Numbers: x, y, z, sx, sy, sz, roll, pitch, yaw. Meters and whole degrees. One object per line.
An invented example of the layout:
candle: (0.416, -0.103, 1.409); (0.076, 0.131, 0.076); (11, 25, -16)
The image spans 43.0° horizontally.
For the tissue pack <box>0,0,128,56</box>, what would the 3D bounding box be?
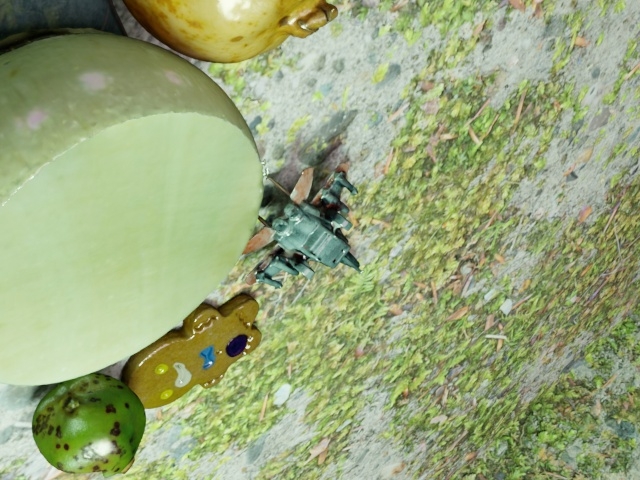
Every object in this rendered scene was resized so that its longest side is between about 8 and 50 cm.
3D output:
tissue pack: (-0.304, -0.203, 0.707); (0.228, 0.103, 0.315); (-38, 144, -17)

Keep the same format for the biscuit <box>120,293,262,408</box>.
biscuit: (-0.190, 0.174, 1.229); (0.236, 0.039, 0.180); (-28, 141, -23)

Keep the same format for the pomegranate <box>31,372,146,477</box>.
pomegranate: (-0.292, 0.250, 1.096); (0.122, 0.143, 0.169); (-45, 132, 2)

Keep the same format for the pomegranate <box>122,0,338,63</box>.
pomegranate: (-0.083, -0.275, 0.749); (0.248, 0.248, 0.248); (-27, 139, -27)

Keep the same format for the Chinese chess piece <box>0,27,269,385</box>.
Chinese chess piece: (-0.222, -0.025, 0.763); (0.349, 0.146, 0.349); (-33, 151, -21)

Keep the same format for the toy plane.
toy plane: (0.005, 0.004, 1.213); (0.223, 0.104, 0.326); (-51, 144, 2)
